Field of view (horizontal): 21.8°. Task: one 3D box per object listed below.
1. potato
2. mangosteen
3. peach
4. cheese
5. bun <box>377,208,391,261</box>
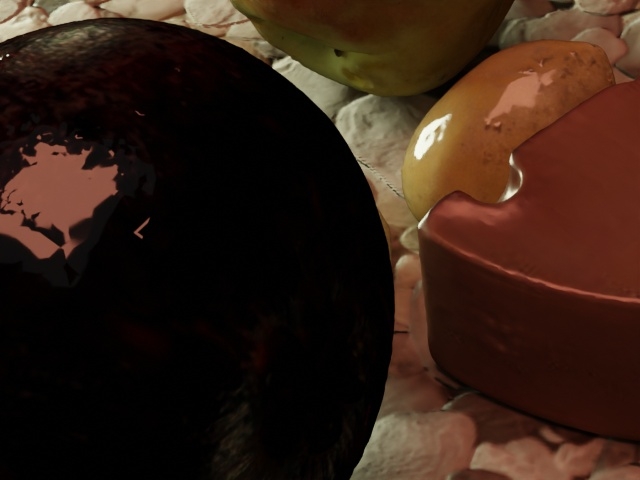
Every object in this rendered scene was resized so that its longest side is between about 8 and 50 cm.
[{"bbox_3d":[0.115,-0.059,1.001,0.147,0.112,0.112,-39,50,-5],"label":"potato"},{"bbox_3d":[-0.116,0.030,0.812,0.300,0.300,0.300,-5,45,5],"label":"mangosteen"},{"bbox_3d":[0.051,-0.215,1.087,0.214,0.214,0.235,36,82,36],"label":"peach"},{"bbox_3d":[0.142,0.010,0.908,0.177,0.128,0.203,-10,46,-1],"label":"cheese"},{"bbox_3d":[0.000,0.000,0.993,0.086,0.055,0.086,-5,45,5],"label":"bun"}]
